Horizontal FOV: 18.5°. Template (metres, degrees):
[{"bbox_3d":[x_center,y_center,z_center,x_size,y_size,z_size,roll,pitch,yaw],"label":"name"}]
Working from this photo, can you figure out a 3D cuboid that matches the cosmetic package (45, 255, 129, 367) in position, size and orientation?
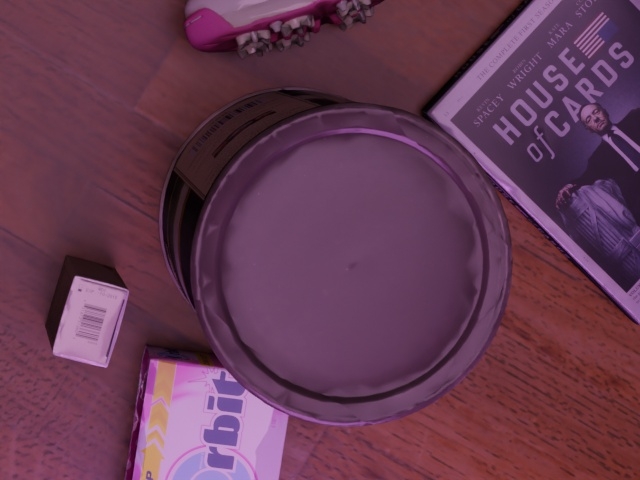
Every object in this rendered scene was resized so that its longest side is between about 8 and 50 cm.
[{"bbox_3d":[-0.167,0.049,1.401,0.041,0.115,0.060,16,95,-12],"label":"cosmetic package"}]

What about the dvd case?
[{"bbox_3d":[0.220,-0.079,1.493,0.239,0.029,0.179,43,88,-12],"label":"dvd case"}]

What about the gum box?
[{"bbox_3d":[-0.089,0.180,1.456,0.107,0.062,0.188,8,95,-10],"label":"gum box"}]

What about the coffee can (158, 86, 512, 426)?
[{"bbox_3d":[0.000,0.000,1.341,0.202,0.275,0.201,-1,97,-9],"label":"coffee can"}]

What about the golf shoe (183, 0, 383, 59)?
[{"bbox_3d":[0.029,-0.232,1.413,0.306,0.115,0.140,-25,89,-12],"label":"golf shoe"}]
